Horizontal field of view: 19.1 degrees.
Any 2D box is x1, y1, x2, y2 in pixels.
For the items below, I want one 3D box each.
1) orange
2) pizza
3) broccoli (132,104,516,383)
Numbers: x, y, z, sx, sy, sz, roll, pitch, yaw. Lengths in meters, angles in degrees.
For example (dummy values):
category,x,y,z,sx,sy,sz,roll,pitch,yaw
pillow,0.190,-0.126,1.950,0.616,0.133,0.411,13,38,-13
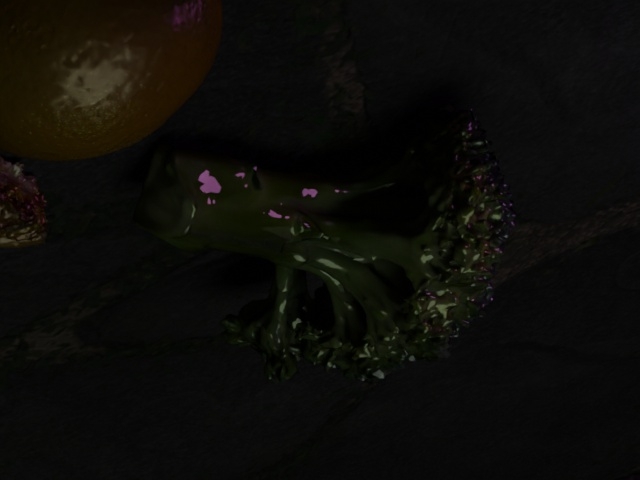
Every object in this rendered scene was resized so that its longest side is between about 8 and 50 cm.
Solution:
category,x,y,z,sx,sy,sz,roll,pitch,yaw
orange,-0.195,-0.171,1.490,0.236,0.236,0.236,-18,152,-10
pizza,-0.338,-0.036,1.790,0.127,0.058,0.246,-27,155,5
broccoli,0.028,-0.023,1.984,0.353,0.275,0.397,-40,132,-5
